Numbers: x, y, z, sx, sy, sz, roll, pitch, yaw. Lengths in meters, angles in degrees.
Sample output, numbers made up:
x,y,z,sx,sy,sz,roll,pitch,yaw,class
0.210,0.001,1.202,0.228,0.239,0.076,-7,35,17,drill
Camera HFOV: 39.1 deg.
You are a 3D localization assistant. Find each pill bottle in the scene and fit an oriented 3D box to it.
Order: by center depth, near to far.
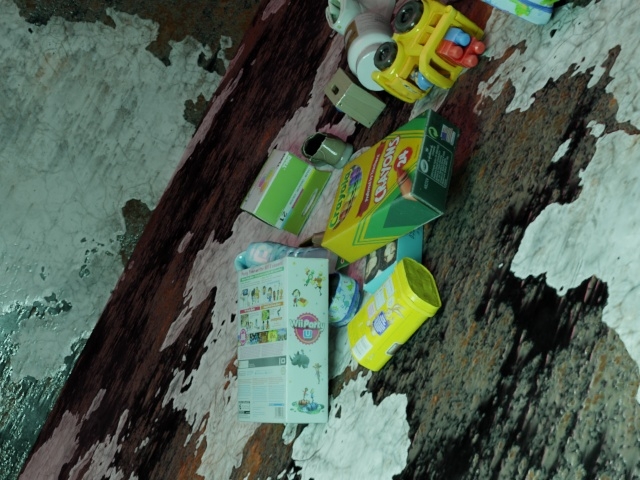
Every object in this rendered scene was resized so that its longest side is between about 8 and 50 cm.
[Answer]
x,y,z,sx,sy,sz,roll,pitch,yaw,class
0.129,-0.460,2.206,0.131,0.131,0.229,-49,24,24,pill bottle

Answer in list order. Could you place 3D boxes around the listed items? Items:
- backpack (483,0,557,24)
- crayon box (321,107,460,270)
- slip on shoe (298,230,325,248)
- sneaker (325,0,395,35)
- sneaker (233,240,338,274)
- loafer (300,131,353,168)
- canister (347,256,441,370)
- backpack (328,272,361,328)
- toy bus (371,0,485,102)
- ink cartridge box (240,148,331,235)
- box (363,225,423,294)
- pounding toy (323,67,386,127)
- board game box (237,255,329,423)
x,y,z,sx,sy,sz,roll,pitch,yaw,class
0.355,-0.551,1.692,0.355,0.290,0.273,31,99,61,backpack
0.112,-0.086,1.680,0.318,0.081,0.202,-32,35,49,crayon box
0.000,0.000,2.027,0.135,0.041,0.051,-29,37,52,slip on shoe
0.106,-0.642,2.439,0.108,0.169,0.293,-42,26,40,sneaker
-0.092,0.064,2.000,0.366,0.150,0.135,-17,48,60,sneaker
0.002,-0.241,2.263,0.094,0.087,0.251,-61,22,-4,loafer
0.123,0.129,1.560,0.170,0.073,0.126,-51,23,24,canister
0.031,0.116,1.755,0.114,0.084,0.105,-22,46,63,backpack
0.242,-0.387,1.892,0.220,0.149,0.211,-59,38,7,toy bus
-0.091,-0.128,2.311,0.189,0.097,0.255,-61,21,-3,ink cartridge box
0.141,-0.009,1.710,0.100,0.060,0.244,-41,28,39,box
0.077,-0.337,2.194,0.100,0.130,0.141,-53,31,15,pounding toy
-0.076,0.195,1.732,0.224,0.097,0.304,-16,72,59,board game box
